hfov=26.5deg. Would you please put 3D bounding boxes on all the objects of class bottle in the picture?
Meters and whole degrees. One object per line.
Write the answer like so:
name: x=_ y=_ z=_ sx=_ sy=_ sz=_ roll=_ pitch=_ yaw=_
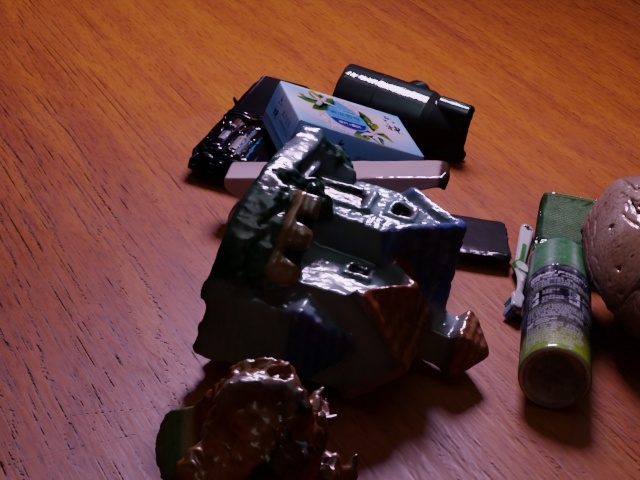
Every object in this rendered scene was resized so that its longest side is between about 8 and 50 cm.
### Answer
bottle: x=0.318 y=0.101 z=1.823 sx=0.093 sy=0.093 sz=0.330 roll=13 pitch=27 yaw=5

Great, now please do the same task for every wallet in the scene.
wallet: x=0.149 y=-0.015 z=2.064 sx=0.285 sy=0.030 sz=0.146 roll=8 pitch=23 yaw=-2
wallet: x=0.414 y=-0.008 z=2.116 sx=0.160 sy=0.055 sz=0.236 roll=16 pitch=24 yaw=6

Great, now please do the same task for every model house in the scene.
model house: x=0.059 y=0.060 z=1.673 sx=0.329 sy=0.251 sz=0.295 roll=22 pitch=28 yaw=10

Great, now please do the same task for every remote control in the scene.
remote control: x=-0.109 y=-0.189 z=2.280 sx=0.145 sy=0.062 sz=0.399 roll=15 pitch=28 yaw=8

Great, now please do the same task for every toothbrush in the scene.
toothbrush: x=0.298 y=0.039 z=2.009 sx=0.030 sy=0.030 sz=0.304 roll=14 pitch=26 yaw=7

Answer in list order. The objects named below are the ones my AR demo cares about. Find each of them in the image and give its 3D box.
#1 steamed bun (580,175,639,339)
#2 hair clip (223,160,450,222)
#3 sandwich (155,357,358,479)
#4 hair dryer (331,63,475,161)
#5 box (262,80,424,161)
steamed bun: x=0.510 y=0.022 z=1.864 sx=0.251 sy=0.199 sz=0.301 roll=25 pitch=26 yaw=-23
hair clip: x=0.025 y=-0.064 z=1.991 sx=0.331 sy=0.101 sz=0.085 roll=2 pitch=31 yaw=7
sandwich: x=-0.081 y=0.208 z=1.249 sx=0.162 sy=0.301 sz=0.250 roll=40 pitch=53 yaw=22
hair dryer: x=0.181 y=-0.243 z=2.459 sx=0.244 sy=0.116 sz=0.302 roll=21 pitch=22 yaw=16
box: x=0.035 y=-0.165 z=2.195 sx=0.232 sy=0.083 sz=0.142 roll=13 pitch=27 yaw=-25
